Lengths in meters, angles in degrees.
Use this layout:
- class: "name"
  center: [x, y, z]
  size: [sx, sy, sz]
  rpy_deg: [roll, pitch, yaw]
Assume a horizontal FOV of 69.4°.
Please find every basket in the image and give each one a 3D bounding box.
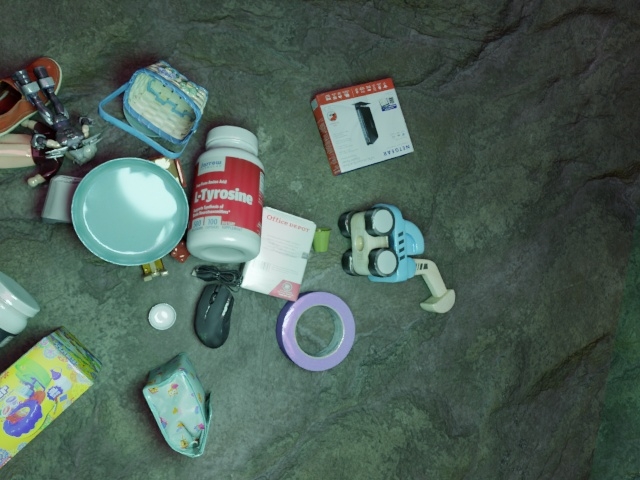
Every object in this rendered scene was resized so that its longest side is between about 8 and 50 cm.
- class: "basket"
  center: [-0.492, -0.401, 1.408]
  size: [0.254, 0.201, 0.289]
  rpy_deg: [32, 50, -17]

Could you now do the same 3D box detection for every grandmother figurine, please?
- class: "grandmother figurine"
  center: [-0.857, -0.266, 1.385]
  size: [0.341, 0.104, 0.208]
  rpy_deg: [-6, 97, -18]

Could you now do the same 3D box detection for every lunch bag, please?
- class: "lunch bag"
  center: [-0.418, 0.508, 1.424]
  size: [0.160, 0.223, 0.263]
  rpy_deg: [-27, 96, -12]

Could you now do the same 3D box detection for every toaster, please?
- class: "toaster"
  center: [-0.713, -0.113, 1.395]
  size: [0.226, 0.129, 0.147]
  rpy_deg: [8, 93, -11]

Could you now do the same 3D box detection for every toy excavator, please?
- class: "toy excavator"
  center: [0.321, 0.076, 1.755]
  size: [0.444, 0.222, 0.434]
  rpy_deg: [-3, 89, -29]

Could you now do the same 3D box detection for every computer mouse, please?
- class: "computer mouse"
  center: [-0.358, 0.222, 1.512]
  size: [0.188, 0.072, 0.273]
  rpy_deg: [8, 92, 24]

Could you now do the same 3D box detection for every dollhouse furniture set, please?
- class: "dollhouse furniture set"
  center: [-0.522, -0.085, 1.492]
  size: [0.201, 0.152, 0.375]
  rpy_deg: [-17, 109, -21]

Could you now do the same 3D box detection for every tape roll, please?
- class: "tape roll"
  center: [-0.017, 0.321, 1.660]
  size: [0.274, 0.090, 0.275]
  rpy_deg: [2, 85, -21]

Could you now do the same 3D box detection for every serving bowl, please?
- class: "serving bowl"
  center: [-0.516, 0.248, 1.511]
  size: [0.083, 0.027, 0.084]
  rpy_deg: [2, 85, -20]

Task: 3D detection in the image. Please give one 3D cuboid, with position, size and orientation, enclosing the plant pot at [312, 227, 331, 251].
- class: "plant pot"
  center: [0.000, 0.000, 1.700]
  size: [0.083, 0.083, 0.079]
  rpy_deg: [-4, 100, -21]

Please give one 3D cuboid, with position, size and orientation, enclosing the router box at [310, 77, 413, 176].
- class: "router box"
  center: [0.164, -0.438, 1.784]
  size: [0.335, 0.082, 0.302]
  rpy_deg: [-20, 93, -21]

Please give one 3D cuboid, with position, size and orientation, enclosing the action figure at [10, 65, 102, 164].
- class: "action figure"
  center: [-0.760, -0.352, 1.337]
  size: [0.185, 0.099, 0.285]
  rpy_deg: [-38, 108, -43]

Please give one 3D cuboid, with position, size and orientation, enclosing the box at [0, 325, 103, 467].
- class: "box"
  center: [-0.787, 0.410, 1.265]
  size: [0.290, 0.279, 0.177]
  rpy_deg: [-44, 101, -17]

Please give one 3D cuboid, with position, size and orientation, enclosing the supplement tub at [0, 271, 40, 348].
- class: "supplement tub"
  center: [-0.947, 0.231, 1.264]
  size: [0.272, 0.191, 0.191]
  rpy_deg: [-45, 102, -17]

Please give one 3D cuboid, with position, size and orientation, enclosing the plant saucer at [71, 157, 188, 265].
- class: "plant saucer"
  center: [-0.554, -0.084, 1.365]
  size: [0.317, 0.043, 0.318]
  rpy_deg: [-6, 106, -24]

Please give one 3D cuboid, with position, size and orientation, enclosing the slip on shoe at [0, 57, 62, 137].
- class: "slip on shoe"
  center: [-0.880, -0.433, 1.353]
  size: [0.123, 0.101, 0.332]
  rpy_deg: [29, 57, -6]

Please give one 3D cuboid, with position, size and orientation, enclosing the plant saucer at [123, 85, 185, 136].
- class: "plant saucer"
  center: [-0.552, -0.436, 1.541]
  size: [0.194, 0.037, 0.195]
  rpy_deg: [1, 86, -20]

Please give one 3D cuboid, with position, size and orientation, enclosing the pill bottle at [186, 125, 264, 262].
- class: "pill bottle"
  center: [-0.297, -0.149, 1.493]
  size: [0.228, 0.229, 0.408]
  rpy_deg: [8, 69, -20]

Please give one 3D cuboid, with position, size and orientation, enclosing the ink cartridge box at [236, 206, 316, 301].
- class: "ink cartridge box"
  center: [-0.155, 0.050, 1.611]
  size: [0.207, 0.117, 0.283]
  rpy_deg: [18, 81, -18]
